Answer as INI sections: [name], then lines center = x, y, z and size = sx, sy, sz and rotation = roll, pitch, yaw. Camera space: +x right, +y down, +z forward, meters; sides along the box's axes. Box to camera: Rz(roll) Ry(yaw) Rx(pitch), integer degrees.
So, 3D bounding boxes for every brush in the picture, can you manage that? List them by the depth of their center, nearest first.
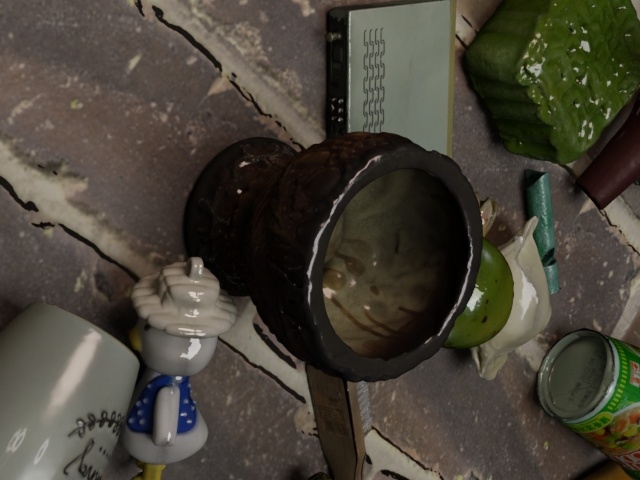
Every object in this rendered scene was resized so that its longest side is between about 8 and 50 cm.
[brush]
center = 0.045, 0.284, 1.771
size = 0.065, 0.070, 0.327
rotation = -32, 124, -42

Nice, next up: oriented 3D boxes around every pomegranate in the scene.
[pomegranate]
center = 0.169, 0.035, 1.731
size = 0.180, 0.180, 0.210
rotation = 36, 76, -41

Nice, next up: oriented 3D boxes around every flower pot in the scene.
[flower pot]
center = 0.000, 0.000, 1.508
size = 0.266, 0.267, 0.267
rotation = -12, 109, -37

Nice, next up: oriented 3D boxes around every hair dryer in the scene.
[hair dryer]
center = 0.461, -0.190, 1.826
size = 0.312, 0.123, 0.340
rotation = -45, 163, 6

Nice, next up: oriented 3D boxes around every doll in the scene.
[doll]
center = -0.165, 0.144, 1.483
size = 0.119, 0.138, 0.293
rotation = 10, 119, -11

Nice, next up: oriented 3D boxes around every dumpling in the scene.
[dumpling]
center = 0.258, 0.077, 1.869
size = 0.166, 0.126, 0.216
rotation = -30, 110, -62

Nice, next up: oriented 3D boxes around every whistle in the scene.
[whistle]
center = 0.316, -0.012, 1.934
size = 0.039, 0.039, 0.186
rotation = -26, 118, -33

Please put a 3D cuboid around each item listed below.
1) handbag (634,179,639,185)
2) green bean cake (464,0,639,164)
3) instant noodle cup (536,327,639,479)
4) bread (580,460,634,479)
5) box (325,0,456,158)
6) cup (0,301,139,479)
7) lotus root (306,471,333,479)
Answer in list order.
[handbag]
center = 0.586, -0.192, 2.092
size = 0.260, 0.079, 0.248
rotation = 3, 100, -41
[green bean cake]
center = 0.320, -0.240, 1.811
size = 0.248, 0.125, 0.222
rotation = -50, 129, -19
[instant noodle cup]
center = 0.449, 0.236, 2.037
size = 0.232, 0.207, 0.207
rotation = 27, 84, -33
[bread]
center = 0.482, 0.395, 2.175
size = 0.239, 0.074, 0.093
rotation = -25, 113, -34
[box]
center = 0.086, -0.160, 1.685
size = 0.210, 0.045, 0.270
rotation = -15, 112, -37
[cup]
center = -0.291, 0.209, 1.401
size = 0.234, 0.186, 0.258
rotation = -61, 162, -21
[lotus root]
center = 0.008, 0.384, 1.744
size = 0.113, 0.088, 0.192
rotation = -15, 112, -16
